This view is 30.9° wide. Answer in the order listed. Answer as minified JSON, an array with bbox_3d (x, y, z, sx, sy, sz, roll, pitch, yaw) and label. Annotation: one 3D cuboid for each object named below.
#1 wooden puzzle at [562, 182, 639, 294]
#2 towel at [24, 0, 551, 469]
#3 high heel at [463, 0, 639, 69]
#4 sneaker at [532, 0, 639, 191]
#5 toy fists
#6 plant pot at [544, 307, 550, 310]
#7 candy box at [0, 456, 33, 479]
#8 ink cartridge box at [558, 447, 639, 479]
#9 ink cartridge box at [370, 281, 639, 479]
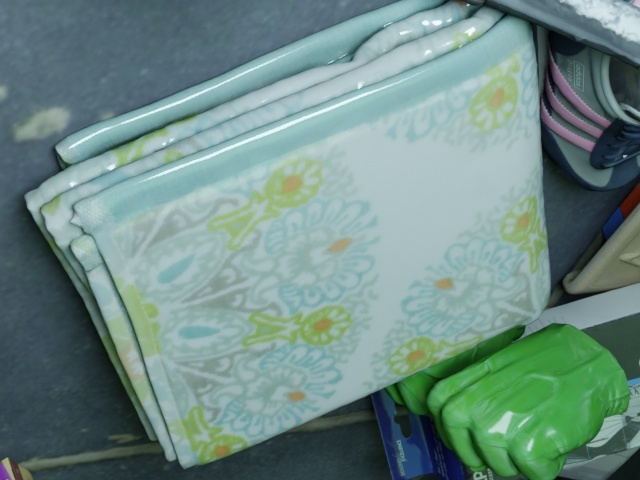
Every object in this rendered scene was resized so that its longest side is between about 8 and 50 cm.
[{"bbox_3d":[0.440,-0.051,1.139,0.322,0.081,0.348,-4,156,-16],"label":"wooden puzzle"},{"bbox_3d":[0.000,0.000,0.884,0.374,0.090,0.321,-22,136,-9],"label":"towel"},{"bbox_3d":[0.181,-0.263,0.760,0.093,0.186,0.261,111,3,-87],"label":"high heel"},{"bbox_3d":[0.244,-0.111,0.932,0.112,0.131,0.319,-32,146,-1],"label":"sneaker"},{"bbox_3d":[0.140,0.121,1.032,0.142,0.279,0.096,-25,119,-17],"label":"toy fists"},{"bbox_3d":[0.237,0.155,1.296,0.134,0.095,0.134,-21,145,-15],"label":"plant pot"},{"bbox_3d":[-0.324,0.285,0.999,0.186,0.109,0.053,-30,146,-2],"label":"candy box"},{"bbox_3d":[0.381,0.200,1.495,0.261,0.066,0.296,-45,144,18],"label":"ink cartridge box"},{"bbox_3d":[0.222,0.161,1.198,0.332,0.065,0.165,-16,115,0],"label":"ink cartridge box"}]
